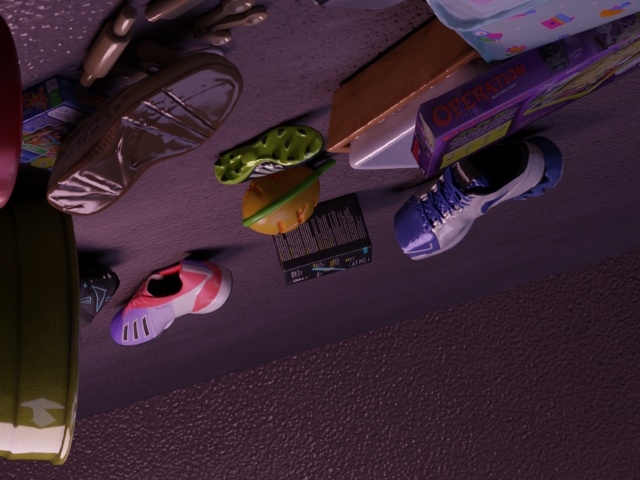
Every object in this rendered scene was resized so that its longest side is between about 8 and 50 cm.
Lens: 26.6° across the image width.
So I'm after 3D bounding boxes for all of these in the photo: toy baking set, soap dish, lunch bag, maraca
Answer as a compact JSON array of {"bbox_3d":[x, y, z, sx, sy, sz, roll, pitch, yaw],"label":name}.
[{"bbox_3d":[-0.166,-0.207,1.488,0.197,0.030,0.256,-8,164,-34],"label":"toy baking set"},{"bbox_3d":[0.170,-0.198,1.758,0.229,0.118,0.291,-5,162,-42],"label":"soap dish"},{"bbox_3d":[0.210,-0.296,1.327,0.223,0.160,0.262,-17,163,21],"label":"lunch bag"},{"bbox_3d":[-0.048,-0.073,2.048,0.127,0.099,0.185,-24,-168,46],"label":"maraca"}]

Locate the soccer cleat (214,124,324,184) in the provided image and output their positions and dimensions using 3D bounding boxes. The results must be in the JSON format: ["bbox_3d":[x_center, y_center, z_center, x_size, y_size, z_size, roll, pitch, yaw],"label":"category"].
[{"bbox_3d":[-0.068,-0.122,1.912,0.179,0.060,0.072,-17,178,27],"label":"soccer cleat"}]

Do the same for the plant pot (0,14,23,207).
[{"bbox_3d":[-0.380,-0.120,1.244,0.174,0.191,0.191,-1,160,-31],"label":"plant pot"}]

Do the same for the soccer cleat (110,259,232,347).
[{"bbox_3d":[-0.301,0.108,2.482,0.116,0.108,0.318,26,143,-38],"label":"soccer cleat"}]

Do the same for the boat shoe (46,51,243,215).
[{"bbox_3d":[-0.206,-0.135,1.513,0.285,0.089,0.104,-32,138,26],"label":"boat shoe"}]

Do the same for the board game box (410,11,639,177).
[{"bbox_3d":[0.268,-0.187,1.549,0.347,0.056,0.208,-27,175,-4],"label":"board game box"}]

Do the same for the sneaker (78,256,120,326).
[{"bbox_3d":[-0.398,0.061,2.198,0.106,0.101,0.267,-37,168,-5],"label":"sneaker"}]

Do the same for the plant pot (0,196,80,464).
[{"bbox_3d":[-0.517,0.117,1.765,0.353,0.366,0.366,0,161,-20],"label":"plant pot"}]

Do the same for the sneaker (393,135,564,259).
[{"bbox_3d":[0.240,-0.095,2.289,0.315,0.127,0.182,-31,159,23],"label":"sneaker"}]

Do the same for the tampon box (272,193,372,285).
[{"bbox_3d":[0.000,0.000,2.372,0.161,0.101,0.120,-16,166,-3],"label":"tampon box"}]

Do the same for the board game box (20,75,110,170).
[{"bbox_3d":[-0.307,-0.132,1.603,0.136,0.035,0.201,-21,166,17],"label":"board game box"}]

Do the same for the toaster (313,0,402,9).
[{"bbox_3d":[0.060,-0.301,1.110,0.185,0.168,0.110,-26,167,35],"label":"toaster"}]
